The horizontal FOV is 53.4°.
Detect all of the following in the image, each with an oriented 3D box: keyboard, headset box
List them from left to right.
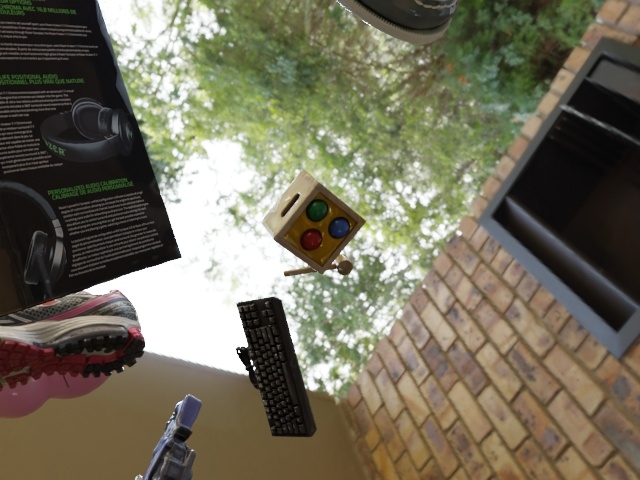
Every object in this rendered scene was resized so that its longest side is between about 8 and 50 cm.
[{"bbox_3d":[-0.272,-0.081,0.507,0.131,0.246,0.283,-20,-86,-51],"label":"headset box"},{"bbox_3d":[-0.069,0.163,0.812,0.023,0.108,0.180,-16,-87,-45],"label":"keyboard"}]

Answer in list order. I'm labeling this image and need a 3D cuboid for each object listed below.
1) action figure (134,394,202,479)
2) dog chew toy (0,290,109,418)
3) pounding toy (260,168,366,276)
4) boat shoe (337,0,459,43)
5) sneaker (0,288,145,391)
[{"bbox_3d":[-0.205,0.409,0.890,0.178,0.330,0.342,31,-120,-18],"label":"action figure"},{"bbox_3d":[-0.532,0.216,1.129,0.331,0.207,0.206,-24,-128,-34],"label":"dog chew toy"},{"bbox_3d":[-0.002,0.010,1.160,0.206,0.181,0.094,37,-175,-31],"label":"pounding toy"},{"bbox_3d":[0.015,-0.298,0.470,0.116,0.099,0.320,-31,-90,-32],"label":"boat shoe"},{"bbox_3d":[-0.400,0.131,0.875,0.299,0.121,0.112,2,-137,-33],"label":"sneaker"}]
